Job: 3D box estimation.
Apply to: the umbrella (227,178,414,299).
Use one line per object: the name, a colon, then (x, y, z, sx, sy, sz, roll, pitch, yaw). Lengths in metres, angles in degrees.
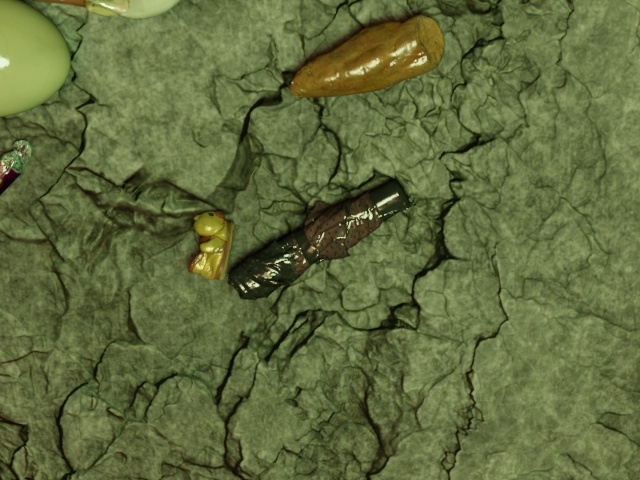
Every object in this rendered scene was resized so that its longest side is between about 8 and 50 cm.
umbrella: (0.000, 0.000, 1.567, 0.326, 0.094, 0.090, -29, 121, 8)

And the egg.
egg: (-0.488, -0.271, 1.410, 0.241, 0.186, 0.186, 2, 108, -5)

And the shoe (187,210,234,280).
shoe: (-0.177, 0.009, 1.571, 0.069, 0.072, 0.109, 5, 108, -9)

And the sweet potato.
sweet potato: (0.070, -0.274, 1.480, 0.251, 0.097, 0.097, -18, 108, 2)

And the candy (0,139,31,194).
candy: (-0.519, -0.091, 1.543, 0.045, 0.043, 0.175, 43, 98, -12)

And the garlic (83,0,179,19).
garlic: (-0.311, -0.421, 1.348, 0.281, 0.184, 0.203, 40, 67, -21)

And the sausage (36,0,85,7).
sausage: (-0.376, -0.369, 1.455, 0.176, 0.047, 0.040, 9, 144, -7)
